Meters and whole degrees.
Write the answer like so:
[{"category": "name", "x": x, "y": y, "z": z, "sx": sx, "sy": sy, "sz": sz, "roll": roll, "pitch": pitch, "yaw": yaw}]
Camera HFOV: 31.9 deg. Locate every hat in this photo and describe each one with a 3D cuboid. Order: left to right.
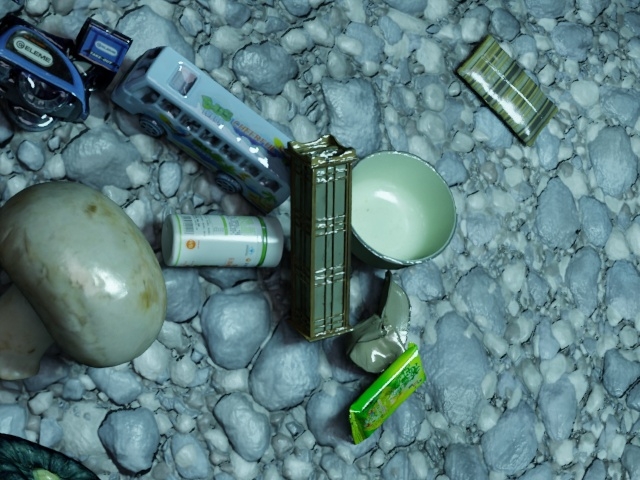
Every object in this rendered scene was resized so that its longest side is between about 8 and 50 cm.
[{"category": "hat", "x": 0.098, "y": 0.139, "z": 1.911, "sx": 0.147, "sy": 0.085, "sz": 0.175, "roll": 55, "pitch": 35, "yaw": -48}]

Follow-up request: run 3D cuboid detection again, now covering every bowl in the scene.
[{"category": "bowl", "x": 0.118, "y": -0.038, "z": 1.909, "sx": 0.211, "sy": 0.112, "sz": 0.211, "roll": 8, "pitch": 65, "yaw": -17}]

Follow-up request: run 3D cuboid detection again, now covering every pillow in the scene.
[{"category": "pillow", "x": 0.355, "y": -0.282, "z": 2.103, "sx": 0.203, "sy": 0.038, "sz": 0.113, "roll": 43, "pitch": 67, "yaw": -11}]

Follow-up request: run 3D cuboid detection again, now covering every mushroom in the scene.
[{"category": "mushroom", "x": -0.380, "y": 0.072, "z": 1.616, "sx": 0.290, "sy": 0.297, "sz": 0.297, "roll": -36, "pitch": 95, "yaw": -1}]

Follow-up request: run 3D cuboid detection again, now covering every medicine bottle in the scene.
[{"category": "medicine bottle", "x": -0.159, "y": 0.001, "z": 1.812, "sx": 0.183, "sy": 0.086, "sz": 0.086, "roll": 1, "pitch": 80, "yaw": -22}]

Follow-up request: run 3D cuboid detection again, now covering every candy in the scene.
[{"category": "candy", "x": 0.112, "y": 0.259, "z": 1.875, "sx": 0.178, "sy": 0.032, "sz": 0.102, "roll": -43, "pitch": 141, "yaw": -20}]

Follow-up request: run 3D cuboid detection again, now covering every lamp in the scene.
[{"category": "lamp", "x": 0.000, "y": 0.000, "z": 1.791, "sx": 0.089, "sy": 0.090, "sz": 0.325, "roll": -13, "pitch": 118, "yaw": -25}]

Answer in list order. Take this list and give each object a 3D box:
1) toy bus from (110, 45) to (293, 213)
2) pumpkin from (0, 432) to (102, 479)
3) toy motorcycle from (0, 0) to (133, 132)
[{"category": "toy bus", "x": -0.173, "y": -0.183, "z": 1.813, "sx": 0.330, "sy": 0.136, "sz": 0.109, "roll": 36, "pitch": 67, "yaw": -14}, {"category": "pumpkin", "x": -0.415, "y": 0.414, "z": 1.528, "sx": 0.315, "sy": 0.315, "sz": 0.238, "roll": 28, "pitch": 93, "yaw": -16}, {"category": "toy motorcycle", "x": -0.489, "y": -0.311, "z": 1.721, "sx": 0.358, "sy": 0.125, "sz": 0.212, "roll": 26, "pitch": 63, "yaw": -18}]
